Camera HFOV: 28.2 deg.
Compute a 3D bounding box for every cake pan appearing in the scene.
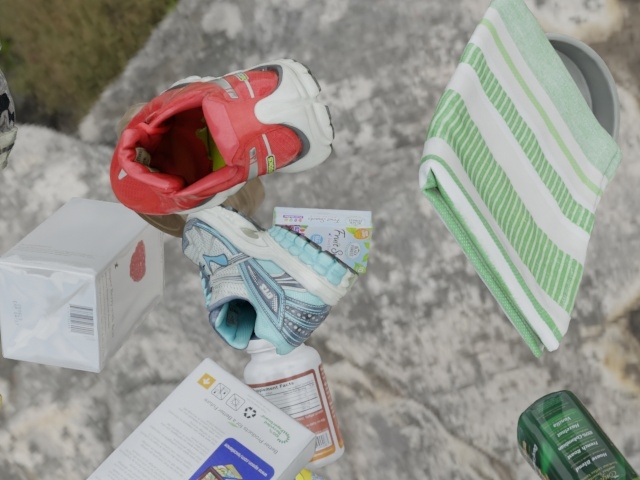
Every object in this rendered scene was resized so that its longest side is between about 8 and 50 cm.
[{"bbox_3d":[0.329,-0.177,1.978,0.293,0.293,0.054,-37,26,-10],"label":"cake pan"}]

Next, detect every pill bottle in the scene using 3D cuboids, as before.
[{"bbox_3d":[-0.046,0.234,1.922,0.121,0.121,0.216,-14,93,7],"label":"pill bottle"}]

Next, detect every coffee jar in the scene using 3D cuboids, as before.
[{"bbox_3d":[0.281,0.248,1.318,0.079,0.096,0.184,-25,45,-12],"label":"coffee jar"}]

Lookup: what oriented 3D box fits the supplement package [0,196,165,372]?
[{"bbox_3d":[-0.390,0.065,2.120,0.175,0.178,0.293,7,25,13],"label":"supplement package"}]

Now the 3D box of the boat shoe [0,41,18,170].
[{"bbox_3d":[-0.341,-0.102,0.927,0.186,0.156,0.500,0,11,2],"label":"boat shoe"}]

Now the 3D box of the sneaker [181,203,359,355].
[{"bbox_3d":[-0.085,0.040,1.298,0.122,0.110,0.283,-57,29,-10],"label":"sneaker"}]

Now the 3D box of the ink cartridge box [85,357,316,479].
[{"bbox_3d":[-0.185,0.316,1.480,0.175,0.069,0.371,33,58,20],"label":"ink cartridge box"}]

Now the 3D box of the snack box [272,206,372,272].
[{"bbox_3d":[0.000,0.000,1.844,0.141,0.100,0.037,3,48,-4],"label":"snack box"}]

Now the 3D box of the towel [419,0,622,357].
[{"bbox_3d":[0.205,-0.078,1.261,0.038,0.248,0.325,-19,28,38],"label":"towel"}]

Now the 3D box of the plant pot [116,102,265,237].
[{"bbox_3d":[-0.207,-0.081,1.836,0.237,0.237,0.110,18,64,28],"label":"plant pot"}]

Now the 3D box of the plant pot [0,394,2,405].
[{"bbox_3d":[-0.459,0.201,1.603,0.081,0.081,0.083,-10,47,-36],"label":"plant pot"}]

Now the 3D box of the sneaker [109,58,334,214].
[{"bbox_3d":[-0.109,-0.074,0.969,0.118,0.107,0.279,-20,1,-34],"label":"sneaker"}]

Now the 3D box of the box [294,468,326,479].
[{"bbox_3d":[-0.099,0.434,1.778,0.290,0.279,0.177,26,54,21],"label":"box"}]
